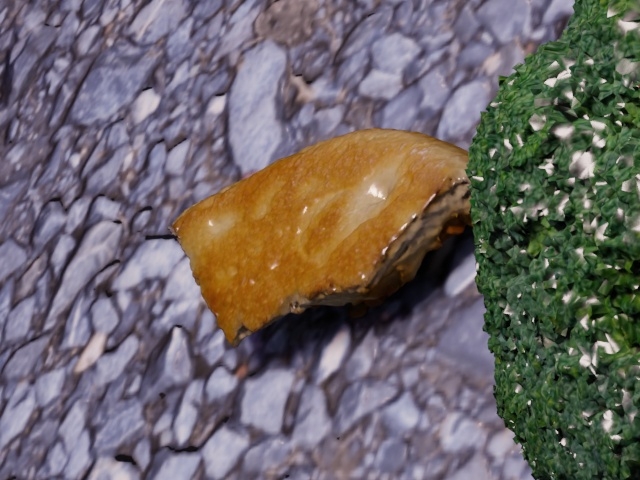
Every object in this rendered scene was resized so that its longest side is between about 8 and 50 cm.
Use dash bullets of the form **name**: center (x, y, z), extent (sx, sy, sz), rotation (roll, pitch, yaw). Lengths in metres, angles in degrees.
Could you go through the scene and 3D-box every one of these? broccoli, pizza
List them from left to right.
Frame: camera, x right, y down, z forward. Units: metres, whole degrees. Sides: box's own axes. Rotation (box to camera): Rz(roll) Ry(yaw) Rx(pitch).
- **pizza**: center (0.004, -0.006, 1.172), extent (0.271, 0.056, 0.134), rotation (-18, 48, 38)
- **broccoli**: center (0.190, 0.015, 0.798), extent (0.275, 0.308, 0.308), rotation (-34, 34, -14)
